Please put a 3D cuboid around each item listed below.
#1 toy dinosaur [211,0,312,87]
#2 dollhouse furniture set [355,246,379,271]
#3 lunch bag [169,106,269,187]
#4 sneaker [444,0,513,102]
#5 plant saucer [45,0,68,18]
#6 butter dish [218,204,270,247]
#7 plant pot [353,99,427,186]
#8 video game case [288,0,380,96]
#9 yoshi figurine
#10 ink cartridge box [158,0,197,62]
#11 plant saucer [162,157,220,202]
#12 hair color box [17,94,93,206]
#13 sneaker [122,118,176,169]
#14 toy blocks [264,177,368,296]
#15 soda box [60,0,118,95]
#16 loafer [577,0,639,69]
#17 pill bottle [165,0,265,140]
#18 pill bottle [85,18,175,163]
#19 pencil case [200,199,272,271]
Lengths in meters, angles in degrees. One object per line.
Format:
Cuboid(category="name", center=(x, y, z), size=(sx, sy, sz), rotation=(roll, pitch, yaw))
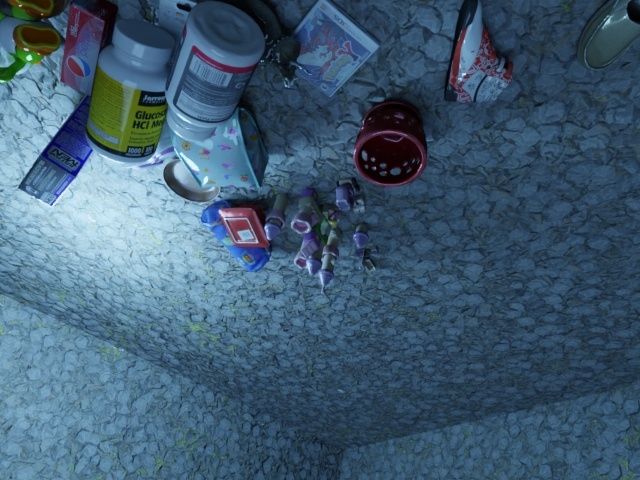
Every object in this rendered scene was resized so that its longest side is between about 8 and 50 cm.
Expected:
Cuboid(category="toy dinosaur", center=(-0.154, -0.510, 1.239), size=(0.160, 0.121, 0.313), rotation=(-24, 108, 32))
Cuboid(category="dollhouse furniture set", center=(0.185, 0.092, 1.872), size=(0.091, 0.081, 0.114), rotation=(-12, 135, 27))
Cuboid(category="lunch bag", center=(-0.294, -0.284, 1.492), size=(0.224, 0.160, 0.262), rotation=(1, 145, 15))
Cuboid(category="sneaker", center=(0.383, -0.438, 1.189), size=(0.145, 0.090, 0.270), rotation=(6, 144, 6))
Cuboid(category="plant saucer", center=(-0.717, -0.652, 1.257), size=(0.200, 0.037, 0.199), rotation=(7, 140, 6))
Cuboid(category="butter dish", center=(-0.235, -0.065, 1.716), size=(0.160, 0.118, 0.159), rotation=(0, 125, 32))
Cuboid(category="plant pot", center=(0.192, -0.269, 1.369), size=(0.191, 0.174, 0.191), rotation=(8, 141, 6))
Cuboid(category="video game case", center=(0.016, -0.481, 1.282), size=(0.184, 0.023, 0.201), rotation=(32, 137, -22))
Cuboid(category="yoshi figurine", center=(-0.818, -0.514, 1.300), size=(0.362, 0.203, 0.203), rotation=(-5, 136, 45))
Cuboid(category="ink cartridge box", center=(-0.340, -0.534, 1.305), size=(0.146, 0.045, 0.179), rotation=(17, 134, -4))
Cuboid(category="plant saucer", center=(-0.427, -0.208, 1.710), size=(0.199, 0.036, 0.198), rotation=(8, 140, 7))
Cuboid(category="hair color box", center=(-0.705, -0.278, 1.460), size=(0.110, 0.338, 0.185), rotation=(37, 134, -26))
Cuboid(category="sneaker", center=(-0.534, -0.309, 1.585), size=(0.305, 0.114, 0.152), rotation=(-12, 98, 44))
Cuboid(category="toy blocks", center=(0.000, 0.000, 1.672), size=(0.309, 0.259, 0.288), rotation=(-10, 135, 25))
Cuboid(category="soda box", center=(-0.618, -0.518, 1.355), size=(0.092, 0.083, 0.263), rotation=(25, 139, -15))
Cuboid(category="loafer", center=(0.649, -0.470, 1.078), size=(0.102, 0.092, 0.268), rotation=(16, 140, -5))
Cuboid(category="pill bottle", center=(-0.267, -0.383, 1.213), size=(0.177, 0.176, 0.318), rotation=(26, 142, -16))
Cuboid(category="pill bottle", center=(-0.486, -0.380, 1.319), size=(0.188, 0.187, 0.333), rotation=(22, 127, -11))
Cuboid(category="pencil case", center=(-0.294, -0.012, 1.842), size=(0.133, 0.119, 0.306), rotation=(-13, 134, 30))
